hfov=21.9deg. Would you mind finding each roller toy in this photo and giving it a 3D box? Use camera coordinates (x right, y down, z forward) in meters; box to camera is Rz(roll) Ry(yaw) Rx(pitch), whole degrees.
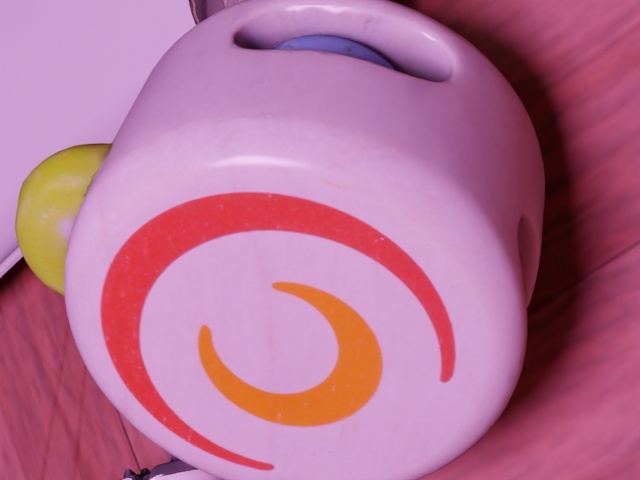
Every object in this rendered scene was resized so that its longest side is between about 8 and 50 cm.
[{"bbox_3d":[0.000,0.000,0.707,0.191,0.146,0.209,-29,115,29],"label":"roller toy"}]

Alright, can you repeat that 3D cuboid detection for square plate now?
[{"bbox_3d":[-0.198,-0.149,0.957,0.347,0.049,0.344,-38,67,30],"label":"square plate"}]

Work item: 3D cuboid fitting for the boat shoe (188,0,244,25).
[{"bbox_3d":[-0.017,-0.254,0.793,0.130,0.132,0.355,0,80,48],"label":"boat shoe"}]

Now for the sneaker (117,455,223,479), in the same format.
[{"bbox_3d":[-0.133,0.195,0.876,0.234,0.078,0.106,-26,70,31],"label":"sneaker"}]
